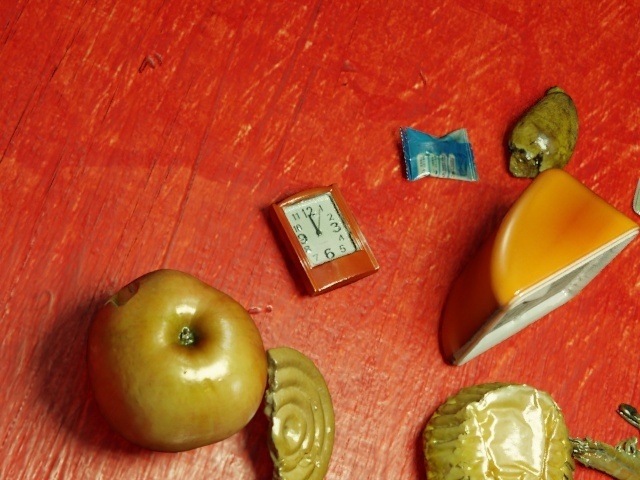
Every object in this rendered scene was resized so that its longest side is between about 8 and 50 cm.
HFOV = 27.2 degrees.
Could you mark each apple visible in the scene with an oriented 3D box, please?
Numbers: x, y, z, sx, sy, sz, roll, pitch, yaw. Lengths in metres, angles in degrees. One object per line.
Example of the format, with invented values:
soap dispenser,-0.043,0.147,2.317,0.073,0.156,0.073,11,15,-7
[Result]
apple,-0.184,0.151,1.709,0.242,0.241,0.242,5,70,-15

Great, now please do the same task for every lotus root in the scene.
lotus root,0.365,-0.181,2.107,0.108,0.094,0.191,55,52,-33

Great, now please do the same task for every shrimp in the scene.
shrimp,0.437,0.294,1.983,0.178,0.034,0.124,22,62,-12

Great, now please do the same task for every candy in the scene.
candy,0.186,-0.135,2.057,0.136,0.038,0.088,-2,74,-29

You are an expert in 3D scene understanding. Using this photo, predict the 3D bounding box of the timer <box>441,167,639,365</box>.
timer,0.289,0.053,1.903,0.161,0.257,0.250,42,61,7

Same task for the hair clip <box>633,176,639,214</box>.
hair clip,0.549,-0.089,2.171,0.054,0.022,0.137,27,64,-7

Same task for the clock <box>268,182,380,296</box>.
clock,0.000,0.000,1.932,0.113,0.061,0.155,-19,74,-24

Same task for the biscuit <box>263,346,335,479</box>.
biscuit,-0.025,0.255,1.797,0.144,0.033,0.224,1,88,-52

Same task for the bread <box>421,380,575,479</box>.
bread,0.259,0.310,1.858,0.240,0.139,0.240,5,73,-17
